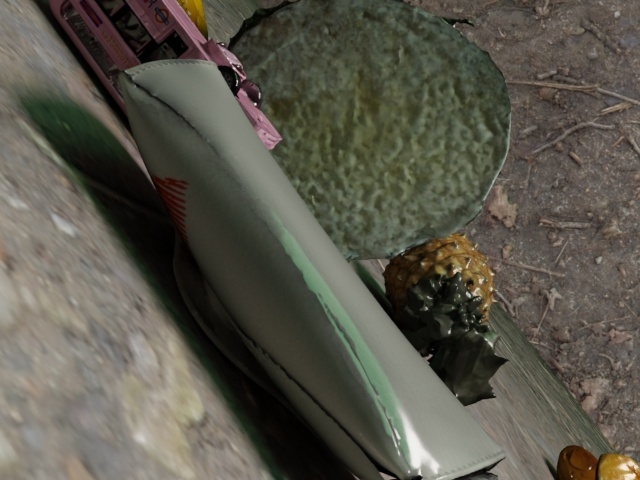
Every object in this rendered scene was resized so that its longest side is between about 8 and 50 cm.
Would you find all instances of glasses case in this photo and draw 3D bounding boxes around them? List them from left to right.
[{"bbox_3d":[-0.024,0.030,0.568,0.308,0.083,0.128,54,16,16],"label":"glasses case"}]

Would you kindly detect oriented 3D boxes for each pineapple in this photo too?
[{"bbox_3d":[0.130,0.077,1.015,0.128,0.128,0.248,48,14,-15],"label":"pineapple"}]

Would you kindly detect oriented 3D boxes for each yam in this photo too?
[{"bbox_3d":[0.023,-0.126,0.925,0.241,0.241,0.348,49,8,-14],"label":"yam"}]

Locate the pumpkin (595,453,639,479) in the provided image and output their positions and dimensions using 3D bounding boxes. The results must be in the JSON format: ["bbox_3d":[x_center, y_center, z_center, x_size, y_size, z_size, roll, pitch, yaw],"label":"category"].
[{"bbox_3d":[0.396,0.406,1.077,0.258,0.095,0.290,49,12,-40],"label":"pumpkin"}]

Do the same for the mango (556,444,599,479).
[{"bbox_3d":[0.348,0.316,1.294,0.077,0.063,0.127,37,11,-39],"label":"mango"}]

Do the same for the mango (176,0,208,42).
[{"bbox_3d":[-0.169,-0.277,1.107,0.187,0.066,0.101,61,5,26],"label":"mango"}]

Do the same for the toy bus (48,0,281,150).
[{"bbox_3d":[-0.115,-0.131,0.722,0.203,0.090,0.063,52,10,13],"label":"toy bus"}]
